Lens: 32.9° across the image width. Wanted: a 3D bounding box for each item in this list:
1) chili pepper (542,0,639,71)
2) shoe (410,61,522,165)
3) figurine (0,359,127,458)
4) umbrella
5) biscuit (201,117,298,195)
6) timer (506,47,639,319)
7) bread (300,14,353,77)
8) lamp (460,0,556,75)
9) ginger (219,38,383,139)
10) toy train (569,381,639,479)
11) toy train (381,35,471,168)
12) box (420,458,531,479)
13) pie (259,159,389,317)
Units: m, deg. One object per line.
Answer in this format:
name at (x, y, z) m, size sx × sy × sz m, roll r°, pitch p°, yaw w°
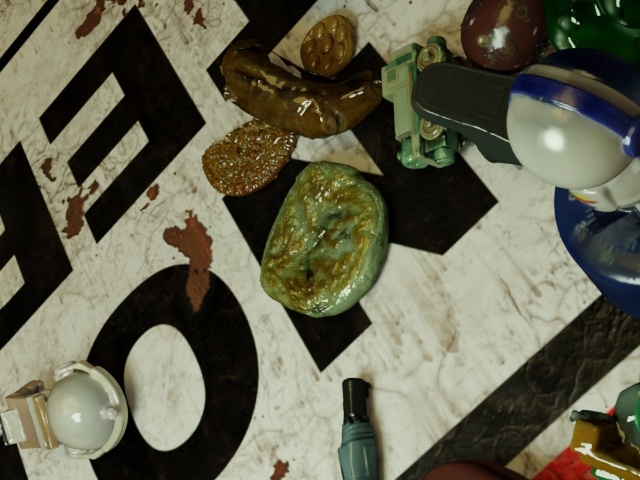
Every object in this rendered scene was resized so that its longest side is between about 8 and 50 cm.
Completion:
chili pepper at (0.377, -0.305, 1.274) m, size 0.233 × 0.248 × 0.257 m, roll -29°, pitch 40°, yaw 54°
shoe at (0.236, -0.158, 1.432) m, size 0.241 × 0.093 × 0.108 m, roll 21°, pitch 70°, yaw 11°
figurine at (-0.401, 0.278, 1.769) m, size 0.236 × 0.141 × 0.163 m, roll -14°, pitch 92°, yaw 32°
umbrella at (0.048, 0.302, 1.427) m, size 0.052 × 0.053 × 0.250 m, roll -20°, pitch 61°, yaw 33°
biscuit at (-0.113, -0.136, 1.756) m, size 0.206 × 0.025 × 0.126 m, roll -25°, pitch 58°, yaw 30°
timer at (0.326, -0.081, 1.132) m, size 0.270 × 0.383 × 0.270 m, roll -16°, pitch 63°, yaw 33°
bread at (0.012, -0.308, 1.724) m, size 0.110 × 0.024 × 0.110 m, roll -17°, pitch 62°, yaw 35°
lamp at (0.263, -0.286, 1.444) m, size 0.157 × 0.135 × 0.156 m, roll -51°, pitch 11°, yaw 45°
ginger at (-0.046, -0.231, 1.675) m, size 0.309 × 0.107 × 0.133 m, roll 29°, pitch 58°, yaw 32°
toy train at (0.420, 0.278, 1.058) m, size 0.429 × 0.178 × 0.249 m, roll 18°, pitch 94°, yaw 43°
toy train at (0.150, -0.189, 1.533) m, size 0.125 × 0.080 × 0.194 m, roll -20°, pitch 63°, yaw 44°
box at (0.151, 0.453, 1.226) m, size 0.263 × 0.108 × 0.404 m, roll 22°, pitch 88°, yaw 54°
pie at (0.000, 0.000, 1.590) m, size 0.240 × 0.054 × 0.241 m, roll -14°, pitch 66°, yaw 35°
